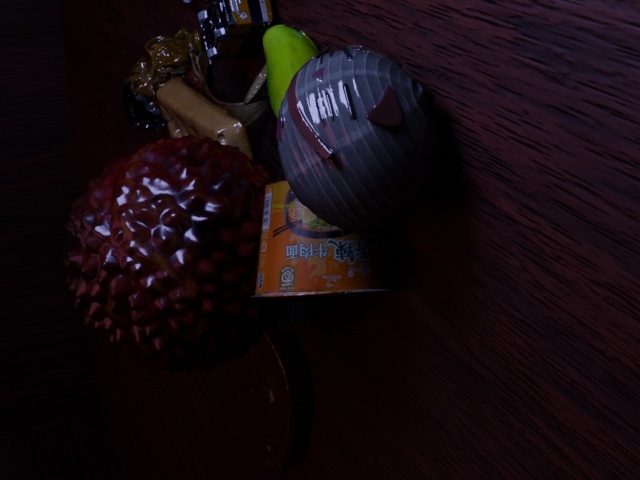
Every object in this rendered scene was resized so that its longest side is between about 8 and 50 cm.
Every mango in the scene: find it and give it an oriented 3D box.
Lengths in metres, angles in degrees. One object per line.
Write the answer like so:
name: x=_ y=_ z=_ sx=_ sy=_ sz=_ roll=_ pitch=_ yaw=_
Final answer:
mango: x=-0.038 y=-0.264 z=1.643 sx=0.232 sy=0.111 sz=0.125 roll=67 pitch=149 yaw=29

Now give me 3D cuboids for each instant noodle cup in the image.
instant noodle cup: x=0.000 y=0.000 z=1.555 sx=0.230 sy=0.230 sz=0.182 roll=167 pitch=101 yaw=-66

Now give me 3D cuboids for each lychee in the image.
lychee: x=-0.233 y=0.024 z=1.741 sx=0.500 sy=0.425 sz=0.424 roll=-4 pitch=-98 yaw=-74

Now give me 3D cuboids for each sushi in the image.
sushi: x=-0.342 y=-0.360 z=2.206 sx=0.200 sy=0.213 sz=0.204 roll=13 pitch=124 yaw=46

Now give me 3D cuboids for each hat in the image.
hat: x=-0.074 y=-0.290 z=1.779 sx=0.146 sy=0.067 sz=0.146 roll=-52 pitch=15 yaw=20

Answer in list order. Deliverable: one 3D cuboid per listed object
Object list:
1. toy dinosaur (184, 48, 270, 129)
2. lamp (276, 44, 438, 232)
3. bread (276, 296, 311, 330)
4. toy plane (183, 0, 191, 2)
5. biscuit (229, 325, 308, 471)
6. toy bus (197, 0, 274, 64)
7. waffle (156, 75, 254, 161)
toy dinosaur: x=-0.192 y=-0.316 z=2.010 sx=0.206 sy=0.113 sz=0.327 roll=55 pitch=170 yaw=-10
lamp: x=0.054 y=-0.145 z=1.355 sx=0.233 sy=0.233 sz=0.265 roll=107 pitch=157 yaw=-47
bread: x=-0.065 y=0.117 z=1.897 sx=0.157 sy=0.083 sz=0.094 roll=-112 pitch=24 yaw=-45
toy plane: x=-0.314 y=-0.606 z=2.152 sx=0.174 sy=0.080 sz=0.173 roll=168 pitch=90 yaw=-68
biscuit: x=-0.118 y=0.318 z=2.122 sx=0.314 sy=0.063 sz=0.367 roll=52 pitch=145 yaw=41
toy bus: x=-0.158 y=-0.412 z=1.840 sx=0.201 sy=0.114 sz=0.098 roll=145 pitch=113 yaw=-70
waffle: x=-0.218 y=-0.161 z=2.017 sx=0.348 sy=0.078 sz=0.304 roll=37 pitch=150 yaw=51
